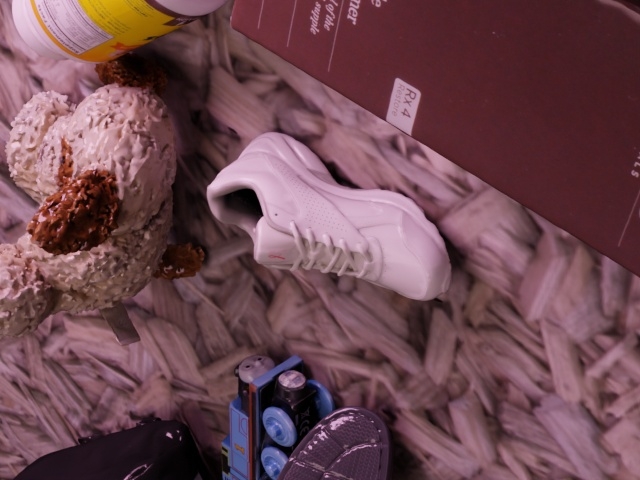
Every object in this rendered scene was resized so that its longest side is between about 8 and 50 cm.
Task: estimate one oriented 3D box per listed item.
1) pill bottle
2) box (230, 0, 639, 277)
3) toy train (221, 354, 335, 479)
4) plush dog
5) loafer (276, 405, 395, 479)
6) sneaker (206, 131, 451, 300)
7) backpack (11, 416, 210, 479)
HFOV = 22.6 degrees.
[{"bbox_3d":[-0.171,-0.220,1.355,0.215,0.117,0.117,-15,107,48],"label":"pill bottle"},{"bbox_3d":[0.129,-0.157,1.106,0.381,0.143,0.191,32,135,20],"label":"box"},{"bbox_3d":[-0.045,0.191,1.565,0.105,0.080,0.184,29,135,34],"label":"toy train"},{"bbox_3d":[-0.194,-0.044,1.457,0.211,0.262,0.225,14,147,-7],"label":"plush dog"},{"bbox_3d":[-0.002,0.302,1.509,0.109,0.095,0.302,17,86,21],"label":"loafer"},{"bbox_3d":[0.000,0.000,1.353,0.232,0.115,0.090,27,134,27],"label":"sneaker"},{"bbox_3d":[-0.182,0.407,1.745,0.290,0.273,0.355,-17,118,41],"label":"backpack"}]
